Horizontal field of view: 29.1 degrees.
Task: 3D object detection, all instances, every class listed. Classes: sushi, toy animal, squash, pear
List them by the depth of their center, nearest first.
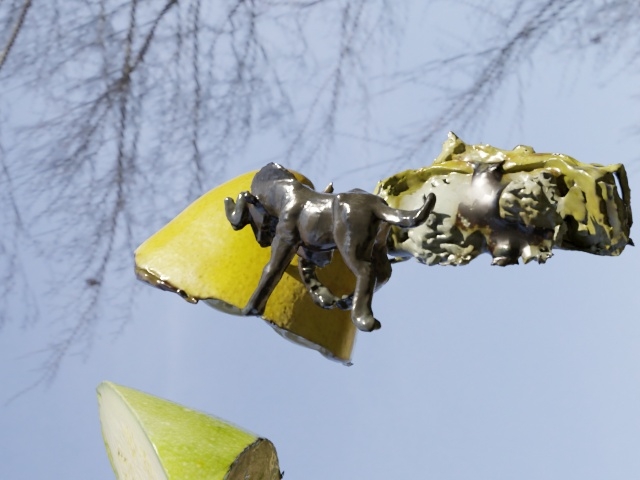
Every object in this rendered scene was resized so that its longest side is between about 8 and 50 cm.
[{"bbox_3d":[0.000,0.000,1.148,0.084,0.232,0.148,-15,-76,-49],"label":"toy animal"},{"bbox_3d":[-0.054,0.010,1.324,0.267,0.267,0.178,30,-98,-44],"label":"pear"},{"bbox_3d":[0.193,-0.041,1.352,0.131,0.291,0.139,-47,-49,-56],"label":"sushi"},{"bbox_3d":[-0.187,0.268,1.361,0.189,0.260,0.189,-43,-41,-53],"label":"squash"}]
